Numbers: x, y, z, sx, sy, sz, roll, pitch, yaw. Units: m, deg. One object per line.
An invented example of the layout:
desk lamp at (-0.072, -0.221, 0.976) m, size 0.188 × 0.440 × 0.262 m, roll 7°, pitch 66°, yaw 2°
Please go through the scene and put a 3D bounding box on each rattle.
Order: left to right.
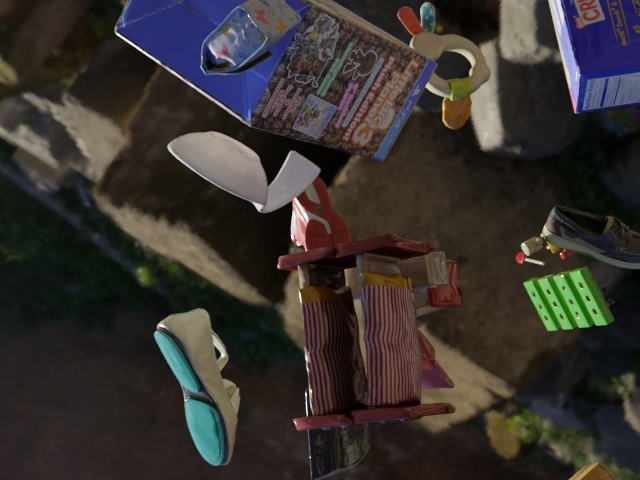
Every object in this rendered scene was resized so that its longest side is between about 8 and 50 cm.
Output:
rattle at (0.214, -0.323, 2.004) m, size 0.200 × 0.130 × 0.143 m, roll 44°, pitch 177°, yaw 18°

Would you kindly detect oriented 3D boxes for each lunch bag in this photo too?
lunch bag at (-0.069, -0.191, 1.033) m, size 0.083 × 0.071 × 0.053 m, roll -33°, pitch 97°, yaw 38°

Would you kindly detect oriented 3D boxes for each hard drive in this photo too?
hard drive at (0.035, 0.317, 1.908) m, size 0.054 × 0.172 × 0.255 m, roll -4°, pitch 179°, yaw 16°

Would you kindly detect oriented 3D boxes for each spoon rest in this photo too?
spoon rest at (-0.096, -0.082, 1.417) m, size 0.137 × 0.084 × 0.276 m, roll 35°, pitch -166°, yaw 24°

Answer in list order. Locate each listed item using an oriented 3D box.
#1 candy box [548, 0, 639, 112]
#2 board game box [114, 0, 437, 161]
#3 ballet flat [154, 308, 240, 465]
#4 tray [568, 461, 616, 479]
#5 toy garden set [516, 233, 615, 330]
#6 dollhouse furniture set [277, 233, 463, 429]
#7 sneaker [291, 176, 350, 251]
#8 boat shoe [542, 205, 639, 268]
candy box at (0.485, -0.334, 1.519) m, size 0.317 × 0.268 × 0.122 m, roll -8°, pitch 155°, yaw 5°
board game box at (-0.045, -0.224, 1.271) m, size 0.232 × 0.141 × 0.291 m, roll 36°, pitch -165°, yaw 29°
ballet flat at (-0.150, 0.197, 1.496) m, size 0.086 × 0.086 × 0.248 m, roll 20°, pitch 135°, yaw 43°
tray at (0.258, 0.486, 1.353) m, size 0.203 × 0.411 × 0.076 m, roll 50°, pitch 167°, yaw 10°
toy garden set at (0.450, 0.064, 2.046) m, size 0.204 × 0.049 × 0.244 m, roll 63°, pitch 165°, yaw 0°
dollhouse furniture set at (0.110, 0.110, 1.329) m, size 0.152 × 0.201 × 0.374 m, roll -11°, pitch 172°, yaw 29°
sneaker at (0.000, 0.000, 1.993) m, size 0.087 × 0.221 × 0.128 m, roll -7°, pitch 147°, yaw -8°
boat shoe at (0.354, -0.005, 1.358) m, size 0.152 × 0.056 × 0.049 m, roll 12°, pitch 130°, yaw 5°
